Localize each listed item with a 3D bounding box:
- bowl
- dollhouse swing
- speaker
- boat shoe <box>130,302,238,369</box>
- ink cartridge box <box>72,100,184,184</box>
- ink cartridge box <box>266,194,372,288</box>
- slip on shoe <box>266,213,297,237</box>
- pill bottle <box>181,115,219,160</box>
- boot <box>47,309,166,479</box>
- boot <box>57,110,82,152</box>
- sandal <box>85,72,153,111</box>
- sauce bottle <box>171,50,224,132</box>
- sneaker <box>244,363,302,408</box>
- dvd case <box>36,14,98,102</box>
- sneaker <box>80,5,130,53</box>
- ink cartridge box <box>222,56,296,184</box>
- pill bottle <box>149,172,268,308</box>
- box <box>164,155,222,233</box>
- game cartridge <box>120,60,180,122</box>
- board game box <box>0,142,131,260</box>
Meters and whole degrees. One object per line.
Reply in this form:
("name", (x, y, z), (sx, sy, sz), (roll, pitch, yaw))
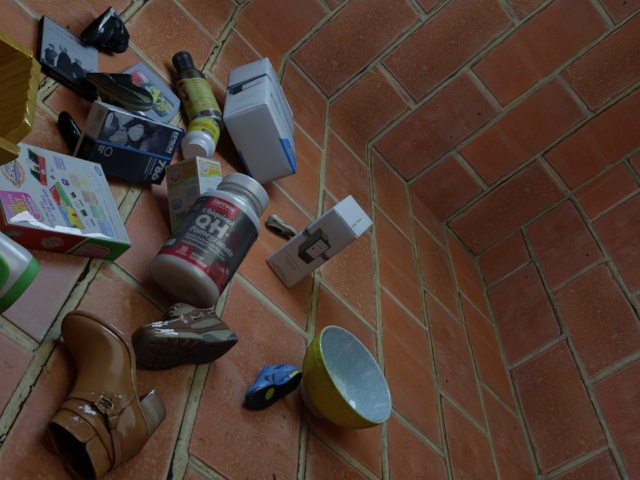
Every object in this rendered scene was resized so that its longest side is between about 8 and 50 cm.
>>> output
("bowl", (0.040, 0.388, 1.875), (0.289, 0.156, 0.289), (43, 23, -24))
("dollhouse swing", (-0.733, -0.304, 1.250), (0.305, 0.315, 0.346), (60, 12, -46))
("speaker", (-0.629, -0.005, 1.186), (0.296, 0.131, 0.131), (43, 24, -23))
("boat shoe", (-0.308, 0.202, 1.541), (0.116, 0.123, 0.324), (57, 13, 20))
("ink cartridge box", (-0.466, -0.238, 1.807), (0.065, 0.165, 0.333), (29, 11, 27))
("ink cartridge box", (0.000, 0.000, 2.205), (0.121, 0.289, 0.211), (52, 22, -2))
("slip on shoe", (-0.130, -0.039, 2.345), (0.135, 0.052, 0.041), (41, 63, -45))
("pill bottle", (-0.373, -0.306, 2.180), (0.103, 0.103, 0.184), (43, 24, -23))
("boot", (-0.417, 0.273, 1.249), (0.283, 0.109, 0.220), (59, 26, -4))
("boot", (-0.592, -0.262, 1.759), (0.099, 0.045, 0.121), (-6, 68, -62))
("sandal", (-0.536, -0.381, 1.854), (0.120, 0.086, 0.303), (-5, 30, -33))
("sauce bottle", (-0.421, -0.496, 2.369), (0.111, 0.111, 0.344), (23, 35, -51))
("sneaker", (-0.132, 0.353, 1.734), (0.082, 0.069, 0.209), (26, 20, 26))
("dvd case", (-0.693, -0.501, 1.943), (0.179, 0.030, 0.238), (32, 29, -40))
("sneaker", (-0.629, -0.622, 2.130), (0.124, 0.107, 0.283), (50, 14, -25))
("ink cartridge box", (-0.208, -0.425, 2.489), (0.394, 0.166, 0.285), (-94, 165, -54))
("pill bottle", (-0.253, -0.008, 1.695), (0.176, 0.176, 0.318), (44, 55, -21))
("box", (-0.328, -0.108, 1.869), (0.103, 0.114, 0.203), (7, 73, -61))
("game cartridge", (-0.529, -0.429, 2.132), (0.196, 0.060, 0.294), (50, 22, -17))
("board game box", (-0.576, -0.089, 1.503), (0.317, 0.064, 0.242), (15, 43, -57))
